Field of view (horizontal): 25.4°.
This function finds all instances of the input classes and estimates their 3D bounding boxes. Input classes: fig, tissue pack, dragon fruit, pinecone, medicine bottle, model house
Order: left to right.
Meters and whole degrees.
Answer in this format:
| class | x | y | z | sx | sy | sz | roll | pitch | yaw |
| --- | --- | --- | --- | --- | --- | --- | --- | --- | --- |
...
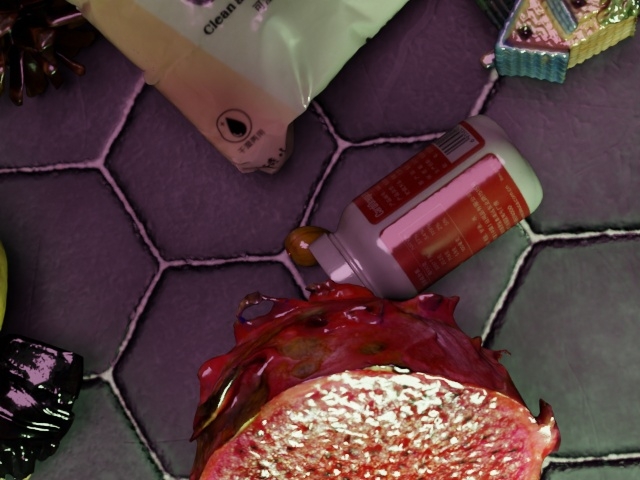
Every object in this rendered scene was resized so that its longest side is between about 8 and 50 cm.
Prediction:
| class | x | y | z | sx | sy | sz | roll | pitch | yaw |
| --- | --- | --- | --- | --- | --- | --- | --- | --- | --- |
| pinecone | -0.363 | -0.256 | 1.635 | 0.229 | 0.202 | 0.201 | -22 | 94 | 13 |
| tissue pack | -0.084 | -0.323 | 1.585 | 0.390 | 0.195 | 0.375 | 42 | 86 | -14 |
| fig | 0.000 | 0.000 | 1.647 | 0.083 | 0.050 | 0.050 | -23 | 83 | -8 |
| dragon fruit | 0.041 | 0.187 | 1.502 | 0.386 | 0.371 | 0.249 | -14 | 44 | 0 |
| medicine bottle | 0.117 | -0.024 | 1.587 | 0.250 | 0.131 | 0.131 | -36 | 82 | 1 |
| model house | 0.237 | -0.272 | 1.586 | 0.172 | 0.166 | 0.183 | -31 | 81 | 8 |

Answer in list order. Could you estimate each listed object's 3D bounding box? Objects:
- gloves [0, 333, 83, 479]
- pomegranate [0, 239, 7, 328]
| class | x | y | z | sx | sy | sz | roll | pitch | yaw |
| --- | --- | --- | --- | --- | --- | --- | --- | --- | --- |
| gloves | -0.364 | 0.214 | 1.644 | 0.164 | 0.124 | 0.203 | 14 | 79 | 26 |
| pomegranate | -0.487 | 0.052 | 1.591 | 0.281 | 0.281 | 0.281 | -1 | 85 | 7 |
